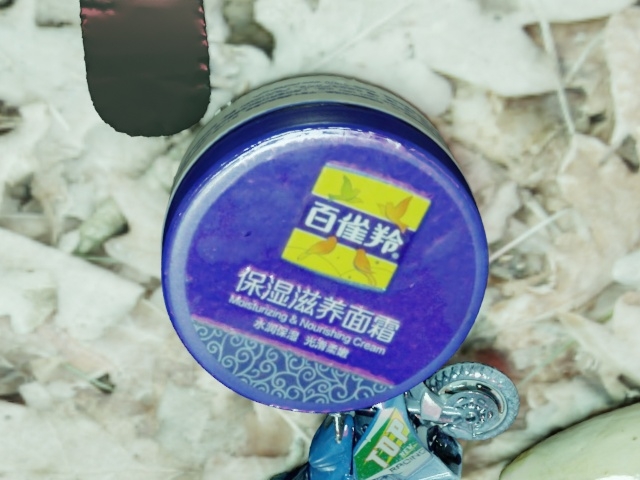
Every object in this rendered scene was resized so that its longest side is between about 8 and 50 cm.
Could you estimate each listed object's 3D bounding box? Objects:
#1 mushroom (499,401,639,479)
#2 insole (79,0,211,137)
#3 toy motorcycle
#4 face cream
[{"bbox_3d":[0.311,0.176,0.969,0.351,0.095,0.122,-3,137,-1],"label":"mushroom"},{"bbox_3d":[-0.109,-0.209,0.767,0.109,0.007,0.322,-2,119,-2],"label":"insole"},{"bbox_3d":[0.030,0.160,0.938,0.136,0.092,0.254,28,124,-10],"label":"toy motorcycle"},{"bbox_3d":[0.000,0.000,0.833,0.206,0.111,0.205,-2,118,-4],"label":"face cream"}]
